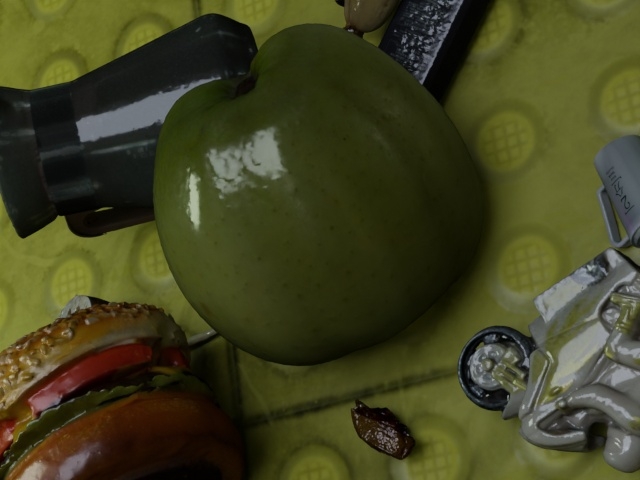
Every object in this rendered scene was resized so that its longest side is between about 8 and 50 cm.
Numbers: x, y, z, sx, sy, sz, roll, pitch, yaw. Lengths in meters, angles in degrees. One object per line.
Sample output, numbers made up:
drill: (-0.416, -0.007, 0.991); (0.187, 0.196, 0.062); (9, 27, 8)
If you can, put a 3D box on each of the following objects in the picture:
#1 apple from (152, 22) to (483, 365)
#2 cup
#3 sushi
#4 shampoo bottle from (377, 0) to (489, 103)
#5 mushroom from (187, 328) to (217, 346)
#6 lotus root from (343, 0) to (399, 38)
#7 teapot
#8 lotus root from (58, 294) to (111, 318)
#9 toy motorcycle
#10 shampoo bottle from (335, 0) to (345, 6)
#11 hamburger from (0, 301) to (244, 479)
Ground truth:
apple: (-0.020, -0.044, 1.589); (0.320, 0.360, 0.312); (-42, 23, -27)
cup: (0.347, -0.045, 1.526); (0.104, 0.074, 0.116); (-56, 47, 41)
sushi: (0.076, 0.223, 1.622); (0.099, 0.050, 0.047); (27, 97, 28)
shampoo bottle: (0.128, -0.245, 1.707); (0.098, 0.071, 0.309); (28, 92, 33)
mushroom: (-0.154, 0.123, 1.812); (0.286, 0.026, 0.028); (-38, 44, 19)
lotus root: (0.071, -0.318, 1.710); (0.150, 0.062, 0.073); (-65, 28, 17)
teapot: (-0.231, -0.124, 1.752); (0.344, 0.300, 0.253); (-12, 54, -4)
lotus root: (-0.310, 0.139, 1.846); (0.122, 0.081, 0.112); (-64, 23, 0)
toy motorcycle: (0.316, 0.129, 1.467); (0.341, 0.108, 0.223); (-35, 63, 20)
shampoo bottle: (0.109, -0.427, 1.769); (0.153, 0.071, 0.284); (23, 89, 35)
hamburger: (-0.273, 0.236, 1.672); (0.330, 0.330, 0.250); (-40, 59, 16)
